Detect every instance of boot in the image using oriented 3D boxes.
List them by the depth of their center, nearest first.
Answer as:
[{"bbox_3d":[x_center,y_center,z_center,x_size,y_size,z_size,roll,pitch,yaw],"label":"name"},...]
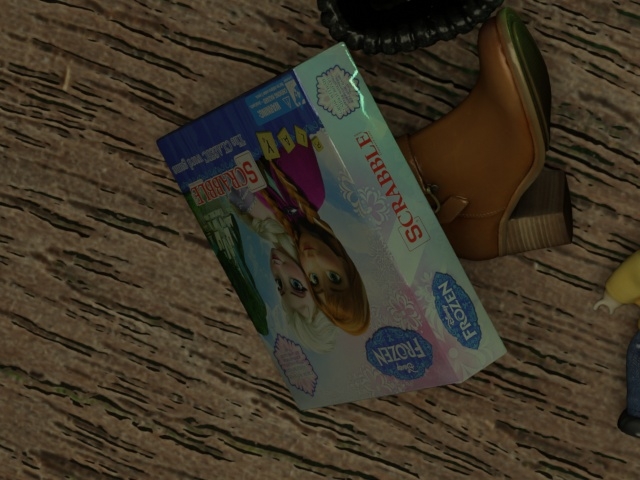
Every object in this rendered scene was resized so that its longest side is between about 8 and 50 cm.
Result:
[{"bbox_3d":[0.162,-0.290,1.781,0.348,0.260,0.131,-35,94,11],"label":"boot"},{"bbox_3d":[0.117,-0.093,1.863,0.220,0.109,0.283,-4,137,14],"label":"boot"}]

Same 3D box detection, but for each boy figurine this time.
[{"bbox_3d":[0.360,0.058,1.903,0.177,0.092,0.285,9,99,5],"label":"boy figurine"}]

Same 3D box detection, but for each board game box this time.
[{"bbox_3d":[0.000,0.000,1.835,0.066,0.319,0.318,-31,95,-28],"label":"board game box"}]
